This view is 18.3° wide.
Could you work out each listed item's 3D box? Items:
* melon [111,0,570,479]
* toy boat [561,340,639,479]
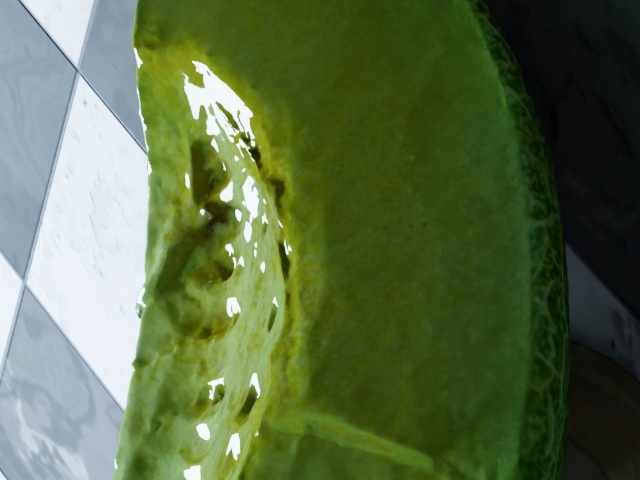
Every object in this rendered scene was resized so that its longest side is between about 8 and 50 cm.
[{"bbox_3d":[0.000,0.000,0.971,0.331,0.226,0.343,148,135,-73],"label":"melon"},{"bbox_3d":[0.147,0.142,1.012,0.188,0.061,0.116,60,148,5],"label":"toy boat"}]
